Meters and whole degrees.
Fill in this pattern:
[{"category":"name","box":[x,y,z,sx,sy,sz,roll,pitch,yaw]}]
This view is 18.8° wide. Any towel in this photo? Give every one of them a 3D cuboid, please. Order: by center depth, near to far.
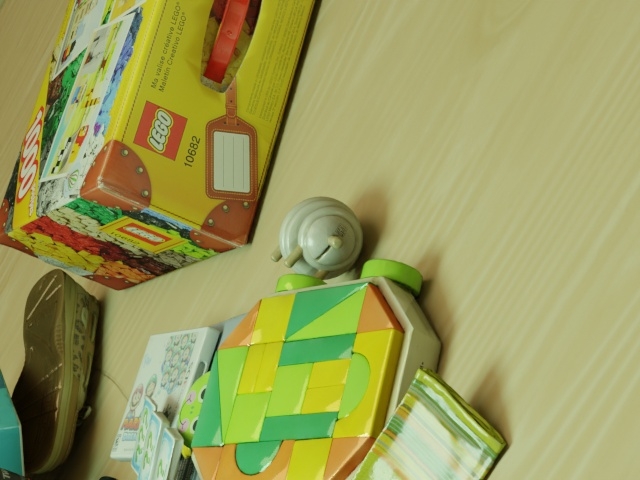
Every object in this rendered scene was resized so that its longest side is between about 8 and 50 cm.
[{"category":"towel","box":[0.056,0.227,1.583,0.102,0.021,0.237,43,110,35]}]

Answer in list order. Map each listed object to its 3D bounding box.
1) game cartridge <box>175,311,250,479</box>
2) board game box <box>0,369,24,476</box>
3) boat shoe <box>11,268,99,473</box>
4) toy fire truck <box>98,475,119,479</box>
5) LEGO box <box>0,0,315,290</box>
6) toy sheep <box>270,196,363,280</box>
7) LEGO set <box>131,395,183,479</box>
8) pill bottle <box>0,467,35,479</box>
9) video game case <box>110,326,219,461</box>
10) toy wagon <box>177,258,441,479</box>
[{"category":"game cartridge","box":[-0.114,0.223,1.961,0.198,0.062,0.297,-17,53,55]},{"category":"board game box","box":[-0.422,0.280,2.390,0.336,0.079,0.254,-131,38,-65]},{"category":"boat shoe","box":[-0.321,0.169,2.427,0.104,0.089,0.285,-26,47,35]},{"category":"toy fire truck","box":[-0.130,0.363,1.754,0.217,0.246,0.158,13,56,34]},{"category":"LEGO box","box":[-0.184,-0.220,2.341,0.372,0.193,0.500,-20,51,60]},{"category":"toy sheep","box":[0.000,0.000,1.884,0.091,0.091,0.132,-66,19,0]},{"category":"LEGO set","box":[-0.199,0.287,1.915,0.182,0.060,0.244,-147,69,-72]},{"category":"pill bottle","box":[-0.334,0.319,2.092,0.130,0.245,0.130,-46,31,38]},{"category":"video game case","box":[-0.165,0.163,2.037,0.157,0.019,0.143,-13,57,62]},{"category":"toy wagon","box":[-0.034,0.156,1.776,0.344,0.068,0.267,-10,58,46]}]
